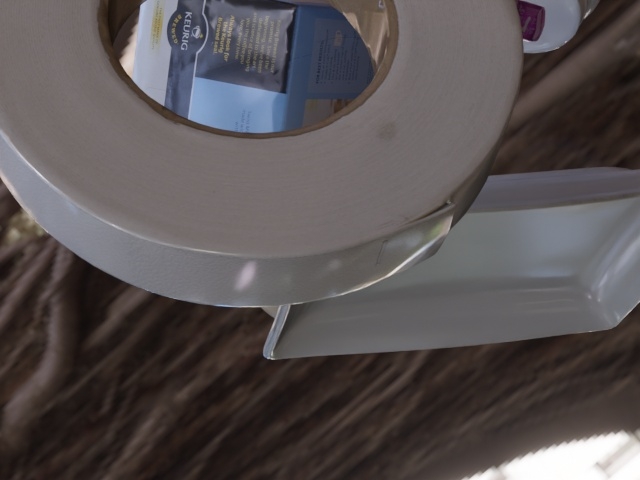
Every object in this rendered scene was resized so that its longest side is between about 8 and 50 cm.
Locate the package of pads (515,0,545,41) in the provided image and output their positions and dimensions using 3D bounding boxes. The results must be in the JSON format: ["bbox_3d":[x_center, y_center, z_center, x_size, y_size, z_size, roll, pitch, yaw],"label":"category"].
[{"bbox_3d":[0.131,-0.178,1.170,0.083,0.032,0.050,16,-171,41],"label":"package of pads"}]

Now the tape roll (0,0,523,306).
[{"bbox_3d":[-0.051,-0.135,1.038,0.392,0.392,0.072,50,155,21],"label":"tape roll"}]

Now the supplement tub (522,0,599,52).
[{"bbox_3d":[0.219,-0.296,1.449,0.144,0.144,0.200,45,-128,-29],"label":"supplement tub"}]

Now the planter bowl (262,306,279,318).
[{"bbox_3d":[0.000,0.000,1.572,0.162,0.162,0.109,54,158,41],"label":"planter bowl"}]

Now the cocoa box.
[{"bbox_3d":[-0.079,-0.125,1.778,0.228,0.347,0.231,14,-168,30],"label":"cocoa box"}]

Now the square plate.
[{"bbox_3d":[0.133,0.018,1.262,0.344,0.347,0.049,106,157,-66],"label":"square plate"}]
